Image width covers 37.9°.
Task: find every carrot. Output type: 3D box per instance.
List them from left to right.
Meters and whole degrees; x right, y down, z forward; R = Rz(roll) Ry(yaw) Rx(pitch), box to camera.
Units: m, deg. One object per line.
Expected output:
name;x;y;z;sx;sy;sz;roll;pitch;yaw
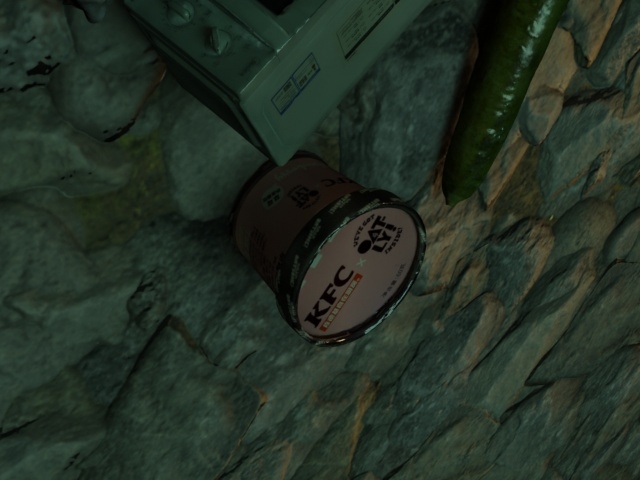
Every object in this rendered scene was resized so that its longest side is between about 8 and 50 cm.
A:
carrot;0.196;-0.192;0.965;0.074;0.074;0.359;-6;126;-43

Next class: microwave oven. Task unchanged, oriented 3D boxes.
microwave oven;-0.018;-0.185;0.685;0.208;0.122;0.162;-48;164;-5

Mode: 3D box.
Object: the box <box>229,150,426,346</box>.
box;0.000;0.000;0.861;0.151;0.135;0.151;-23;133;-27

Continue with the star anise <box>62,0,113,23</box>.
star anise;-0.174;-0.209;0.520;0.316;0.139;0.359;-3;130;-45
